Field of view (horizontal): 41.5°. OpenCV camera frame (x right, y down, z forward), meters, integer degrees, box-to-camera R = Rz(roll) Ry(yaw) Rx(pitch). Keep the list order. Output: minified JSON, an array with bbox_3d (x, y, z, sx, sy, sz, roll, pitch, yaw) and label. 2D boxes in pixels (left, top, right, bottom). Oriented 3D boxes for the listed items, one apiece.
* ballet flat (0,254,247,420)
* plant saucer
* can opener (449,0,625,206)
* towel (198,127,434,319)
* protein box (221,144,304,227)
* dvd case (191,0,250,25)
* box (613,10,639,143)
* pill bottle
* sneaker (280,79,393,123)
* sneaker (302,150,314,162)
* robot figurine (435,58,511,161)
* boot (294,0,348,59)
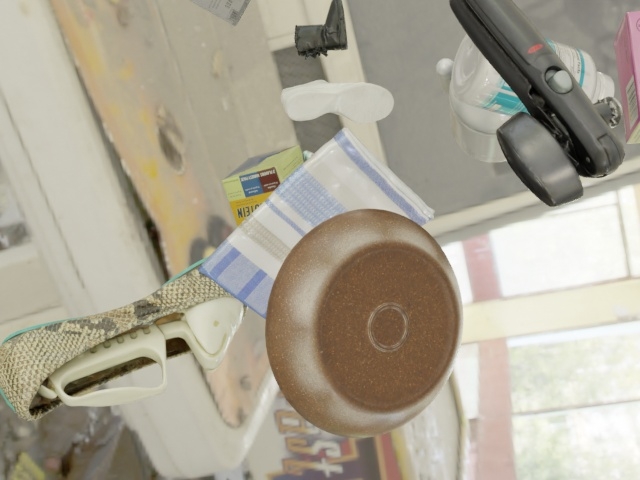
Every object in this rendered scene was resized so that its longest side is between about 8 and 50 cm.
[{"bbox_3d":[-0.270,0.166,1.364,0.182,0.483,0.164,51,-29,35],"label":"ballet flat"},{"bbox_3d":[0.050,0.072,0.715,0.036,0.199,0.198,4,-71,62],"label":"plant saucer"},{"bbox_3d":[0.141,-0.114,0.574,0.186,0.073,0.059,64,-16,17],"label":"can opener"},{"bbox_3d":[0.000,0.000,1.170,0.209,0.285,0.034,42,10,-34],"label":"towel"},{"bbox_3d":[-0.105,-0.088,1.954,0.200,0.136,0.201,-55,130,-65],"label":"protein box"},{"bbox_3d":[-0.225,-0.507,1.528,0.179,0.239,0.029,-44,-157,55],"label":"dvd case"},{"bbox_3d":[0.675,-0.300,1.523,0.117,0.243,0.213,65,24,-74],"label":"box"},{"bbox_3d":[0.373,-0.279,1.471,0.146,0.264,0.146,-167,-90,-74],"label":"pill bottle"},{"bbox_3d":[0.030,-0.271,1.581,0.094,0.212,0.080,-115,-152,-56],"label":"sneaker"},{"bbox_3d":[0.023,-0.119,1.335,0.098,0.069,0.038,46,-25,26],"label":"sneaker"},{"bbox_3d":[0.384,-0.298,1.850,0.199,0.300,0.353,-57,163,-8],"label":"robot figurine"},{"bbox_3d":[-0.001,-0.409,1.623,0.045,0.099,0.121,55,30,-73],"label":"boot"}]
